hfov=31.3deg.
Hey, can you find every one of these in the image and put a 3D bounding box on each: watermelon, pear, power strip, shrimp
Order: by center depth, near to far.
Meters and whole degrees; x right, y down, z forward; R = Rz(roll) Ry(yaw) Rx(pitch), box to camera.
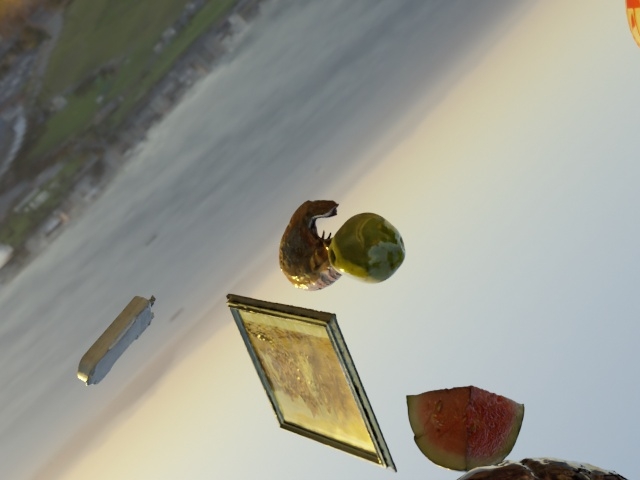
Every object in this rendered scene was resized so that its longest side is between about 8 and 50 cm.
[{"bbox_3d":[0.056,0.014,1.444,0.097,0.092,0.092,-20,-172,17],"label":"pear"},{"bbox_3d":[-0.293,0.140,1.658,0.191,0.030,0.047,-54,156,-43],"label":"power strip"},{"bbox_3d":[-0.002,0.001,1.689,0.187,0.132,0.052,-28,172,41],"label":"shrimp"},{"bbox_3d":[0.230,0.309,1.811,0.137,0.193,0.145,79,14,-66],"label":"watermelon"}]

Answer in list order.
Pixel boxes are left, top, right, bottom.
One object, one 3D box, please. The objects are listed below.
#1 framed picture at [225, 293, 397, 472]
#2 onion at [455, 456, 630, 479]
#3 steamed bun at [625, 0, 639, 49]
[{"bbox_3d":[-0.019,0.172,1.407,0.017,0.217,0.274,-30,-164,-26],"label":"framed picture"},{"bbox_3d":[0.199,0.389,1.153,0.282,0.260,0.336,-118,-144,-65],"label":"onion"},{"bbox_3d":[0.448,-0.298,1.368,0.145,0.231,0.232,-3,168,-15],"label":"steamed bun"}]
